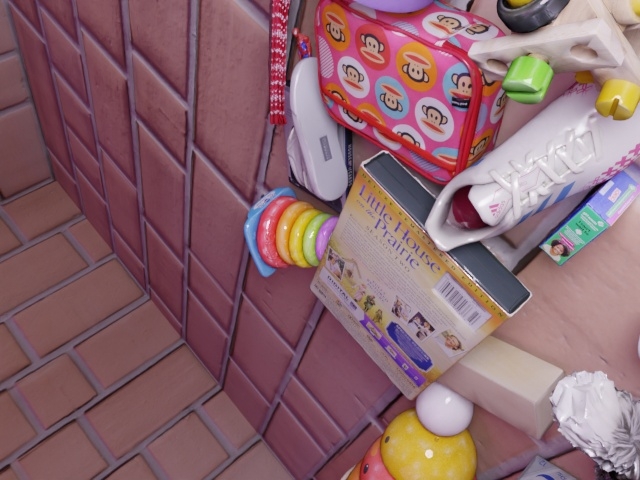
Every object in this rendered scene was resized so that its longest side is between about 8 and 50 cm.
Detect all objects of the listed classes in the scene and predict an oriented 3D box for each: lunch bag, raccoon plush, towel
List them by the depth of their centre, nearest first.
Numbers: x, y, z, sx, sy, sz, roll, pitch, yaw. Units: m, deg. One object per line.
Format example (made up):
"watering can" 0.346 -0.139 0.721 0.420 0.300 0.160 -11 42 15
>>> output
"raccoon plush" 0.402 0.279 0.818 0.446 0.216 0.299 42 154 -11
"lunch bag" 0.124 -0.221 0.886 0.293 0.120 0.258 38 151 28
"towel" -0.071 -0.356 1.021 0.275 0.031 0.199 97 170 -50

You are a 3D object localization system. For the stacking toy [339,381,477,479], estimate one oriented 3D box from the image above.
"stacking toy" 0.231 0.481 1.335 0.350 0.350 0.480 33 125 36

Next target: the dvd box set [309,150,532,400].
"dvd box set" 0.134 0.084 1.035 0.307 0.062 0.420 47 151 16

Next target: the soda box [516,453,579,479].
"soda box" 0.450 0.568 1.214 0.098 0.091 0.286 26 139 42

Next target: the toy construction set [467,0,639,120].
"toy construction set" 0.278 -0.177 0.507 0.308 0.237 0.257 20 162 30

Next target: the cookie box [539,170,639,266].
"cookie box" 0.341 -0.028 0.769 0.040 0.092 0.107 45 150 13

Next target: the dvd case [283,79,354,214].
"dvd case" -0.005 -0.179 1.205 0.179 0.029 0.239 35 144 33

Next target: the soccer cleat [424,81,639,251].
"soccer cleat" 0.260 -0.081 0.724 0.116 0.143 0.331 52 135 3

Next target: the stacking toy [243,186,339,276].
"stacking toy" 0.000 0.000 1.282 0.301 0.175 0.166 13 134 36

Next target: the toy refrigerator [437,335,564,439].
"toy refrigerator" 0.300 0.233 1.103 0.269 0.094 0.102 24 142 47

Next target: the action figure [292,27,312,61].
"action figure" -0.022 -0.324 1.086 0.038 0.030 0.115 5 121 61

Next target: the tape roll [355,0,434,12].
"tape roll" 0.080 -0.369 0.715 0.189 0.189 0.080 51 151 8

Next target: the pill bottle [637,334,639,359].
"pill bottle" 0.478 0.137 0.735 0.152 0.086 0.086 19 134 49

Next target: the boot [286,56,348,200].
"boot" -0.027 -0.200 1.092 0.123 0.095 0.258 30 135 52
